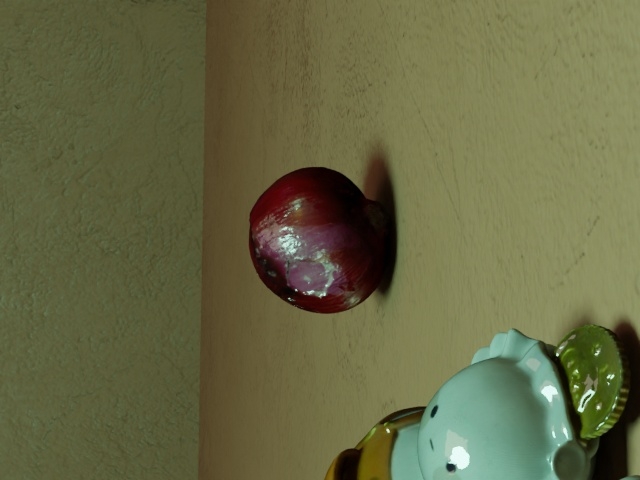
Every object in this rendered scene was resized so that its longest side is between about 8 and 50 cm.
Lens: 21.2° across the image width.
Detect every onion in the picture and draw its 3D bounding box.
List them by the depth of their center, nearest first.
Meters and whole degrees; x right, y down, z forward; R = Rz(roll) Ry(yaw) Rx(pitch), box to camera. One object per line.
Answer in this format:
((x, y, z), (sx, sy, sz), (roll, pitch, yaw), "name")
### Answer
((0.000, 0.000, 1.443), (0.131, 0.131, 0.131), (-179, 90, -79), "onion")

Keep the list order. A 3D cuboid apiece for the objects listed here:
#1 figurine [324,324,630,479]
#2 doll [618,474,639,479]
((0.094, 0.141, 0.979), (0.271, 0.143, 0.143), (-39, 42, 32), "figurine")
((0.120, 0.207, 0.806), (0.160, 0.059, 0.161), (-35, 47, 36), "doll")
